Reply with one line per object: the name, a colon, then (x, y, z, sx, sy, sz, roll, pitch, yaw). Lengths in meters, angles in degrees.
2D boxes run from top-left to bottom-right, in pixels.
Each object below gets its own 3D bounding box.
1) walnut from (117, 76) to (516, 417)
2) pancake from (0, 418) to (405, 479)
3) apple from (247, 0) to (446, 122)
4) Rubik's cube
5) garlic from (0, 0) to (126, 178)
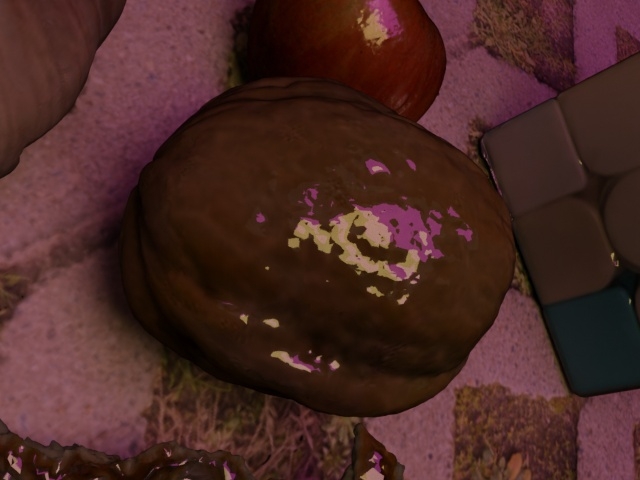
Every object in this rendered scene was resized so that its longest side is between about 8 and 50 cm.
walnut: (0.000, 0.000, 0.539, 0.283, 0.227, 0.283, 15, 57, -24)
pancake: (-0.096, 0.244, 0.407, 0.427, 0.067, 0.305, 10, 69, -19)
apple: (0.019, -0.177, 0.655, 0.160, 0.173, 0.195, -31, 91, -44)
Rubik's cube: (0.461, -0.048, 0.860, 0.344, 0.346, 0.347, -15, 85, -41)
garlic: (-0.259, -0.188, 0.409, 0.322, 0.241, 0.322, 30, 55, -54)
